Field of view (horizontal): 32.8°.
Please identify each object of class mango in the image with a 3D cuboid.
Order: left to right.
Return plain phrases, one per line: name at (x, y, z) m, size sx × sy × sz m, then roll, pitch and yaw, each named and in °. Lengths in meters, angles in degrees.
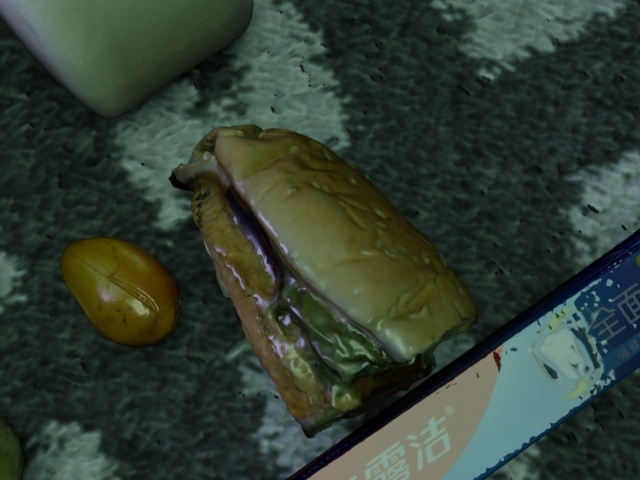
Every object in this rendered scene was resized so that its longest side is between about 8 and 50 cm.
mango at (-0.129, 0.030, 0.694) m, size 0.089 × 0.046 × 0.060 m, roll 34°, pitch 81°, yaw 10°

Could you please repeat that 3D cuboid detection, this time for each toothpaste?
toothpaste at (0.111, 0.094, 0.669) m, size 0.320 × 0.076 × 0.066 m, roll -35°, pitch 85°, yaw -6°

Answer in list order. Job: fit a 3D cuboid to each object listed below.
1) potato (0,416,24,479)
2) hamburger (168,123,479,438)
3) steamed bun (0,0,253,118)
potato at (-0.247, 0.183, 0.645) m, size 0.105 × 0.085 × 0.188 m, roll 19°, pitch 76°, yaw 42°
hamburger at (0.000, 0.000, 0.655) m, size 0.135 × 0.155 × 0.208 m, roll -27°, pitch 74°, yaw -10°
steamed bun at (-0.159, -0.207, 0.678) m, size 0.146 × 0.164 × 0.242 m, roll -36°, pitch 83°, yaw -6°
